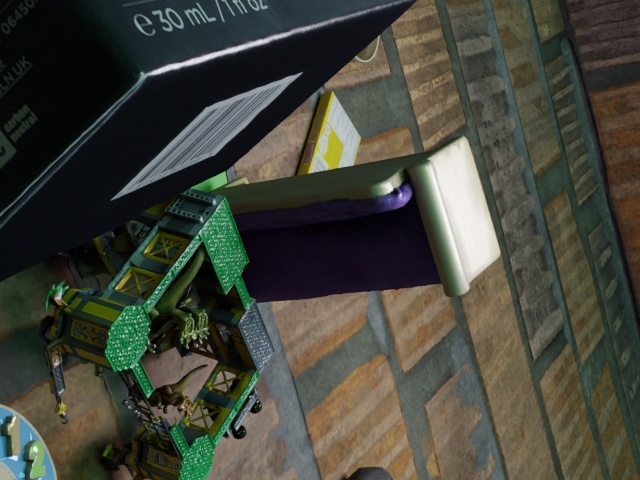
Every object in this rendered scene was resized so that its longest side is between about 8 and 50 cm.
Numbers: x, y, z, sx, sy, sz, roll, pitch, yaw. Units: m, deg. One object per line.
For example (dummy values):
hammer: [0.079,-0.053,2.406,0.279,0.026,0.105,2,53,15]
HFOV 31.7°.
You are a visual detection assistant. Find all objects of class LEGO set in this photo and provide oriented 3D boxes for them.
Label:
LEGO set: [-0.195,0.084,1.143,0.255,0.192,0.331,-62,150,-25]

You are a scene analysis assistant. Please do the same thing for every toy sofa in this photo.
toy sofa: [0.000,0.000,1.273,0.177,0.363,0.150,-33,110,-49]

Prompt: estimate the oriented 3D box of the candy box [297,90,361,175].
candy box: [0.013,-0.123,1.720,0.105,0.027,0.206,58,34,-38]

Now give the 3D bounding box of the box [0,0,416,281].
box: [-0.234,-0.263,0.873,0.471,0.297,0.480,52,30,1]

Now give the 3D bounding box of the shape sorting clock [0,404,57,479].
shape sorting clock: [-0.298,0.244,0.985,0.206,0.040,0.206,32,53,-54]

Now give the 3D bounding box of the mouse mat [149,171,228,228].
mouse mat: [-0.158,-0.038,1.390,0.190,0.007,0.152,-6,85,-63]

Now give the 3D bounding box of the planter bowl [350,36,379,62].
planter bowl: [0.008,-0.341,1.700,0.162,0.109,0.162,26,61,-61]

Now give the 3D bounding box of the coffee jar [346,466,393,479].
coffee jar: [0.084,0.416,1.596,0.096,0.079,0.184,-47,123,-53]
